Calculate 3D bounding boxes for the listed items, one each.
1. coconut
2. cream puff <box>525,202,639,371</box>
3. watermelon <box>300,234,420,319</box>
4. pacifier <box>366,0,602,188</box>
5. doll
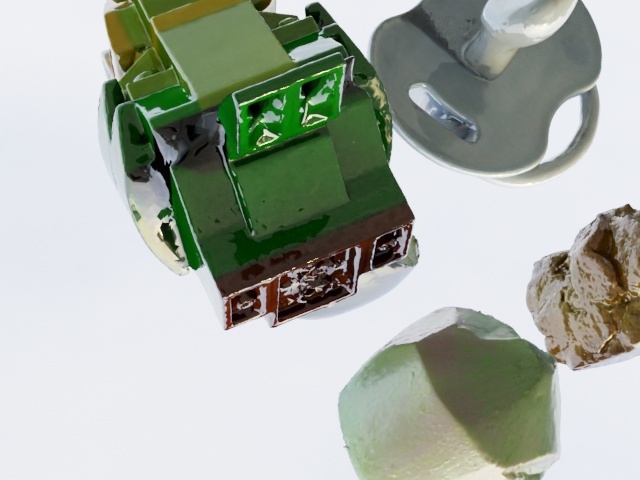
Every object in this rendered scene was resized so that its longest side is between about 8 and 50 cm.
[{"bbox_3d":[0.053,0.065,0.580,0.083,0.081,0.082,45,-157,-12],"label":"coconut"},{"bbox_3d":[0.188,0.029,0.977,0.116,0.122,0.094,-19,-96,1],"label":"cream puff"},{"bbox_3d":[0.000,0.000,1.462,0.301,0.123,0.129,26,-142,-49],"label":"watermelon"},{"bbox_3d":[0.182,-0.183,1.411,0.227,0.207,0.279,36,-123,3],"label":"pacifier"},{"bbox_3d":[-0.035,-0.053,0.591,0.106,0.134,0.186,-24,-138,-10],"label":"doll"}]
